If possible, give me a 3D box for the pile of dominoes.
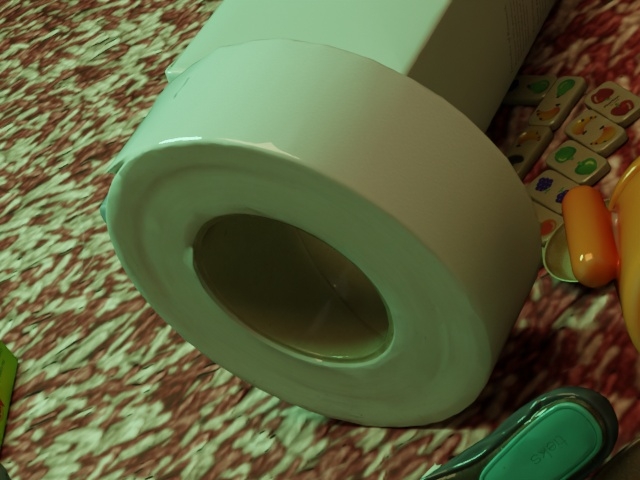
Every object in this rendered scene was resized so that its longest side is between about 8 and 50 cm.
[{"bbox_3d":[0.128,-0.054,1.324,0.196,0.040,0.251,6,51,48],"label":"pile of dominoes"}]

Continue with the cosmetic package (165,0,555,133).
[{"bbox_3d":[0.049,-0.174,1.372,0.197,0.155,0.365,8,43,25],"label":"cosmetic package"}]

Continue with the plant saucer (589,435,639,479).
[{"bbox_3d":[0.224,0.173,0.938,0.199,0.036,0.198,-24,34,18],"label":"plant saucer"}]

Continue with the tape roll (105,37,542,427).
[{"bbox_3d":[0.000,0.000,1.143,0.286,0.286,0.100,-3,45,41],"label":"tape roll"}]

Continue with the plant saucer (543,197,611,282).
[{"bbox_3d":[0.199,0.004,1.204,0.083,0.015,0.083,-24,33,17],"label":"plant saucer"}]

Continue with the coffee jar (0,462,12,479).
[{"bbox_3d":[-0.328,0.242,1.330,0.184,0.079,0.096,-29,33,11],"label":"coffee jar"}]

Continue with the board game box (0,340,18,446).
[{"bbox_3d":[-0.320,0.166,1.456,0.092,0.043,0.181,-25,34,17],"label":"board game box"}]

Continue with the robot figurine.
[{"bbox_3d":[0.238,0.009,1.033,0.158,0.128,0.219,-22,20,12],"label":"robot figurine"}]

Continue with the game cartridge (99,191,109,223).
[{"bbox_3d":[-0.060,-0.083,1.532,0.294,0.060,0.196,-9,44,36],"label":"game cartridge"}]

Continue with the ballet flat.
[{"bbox_3d":[0.103,0.156,1.048,0.203,0.074,0.074,-40,29,22],"label":"ballet flat"}]
